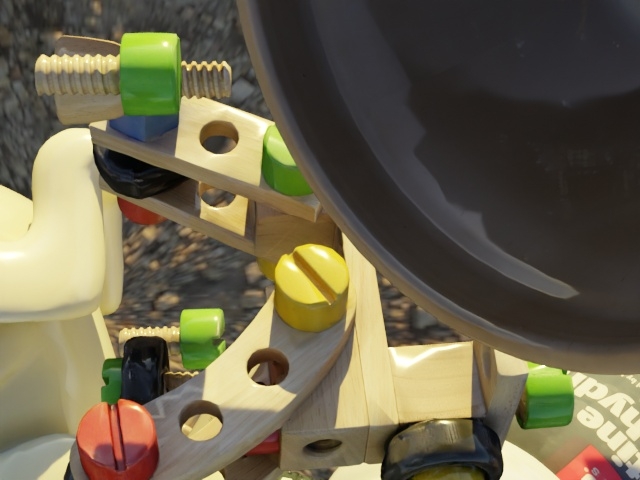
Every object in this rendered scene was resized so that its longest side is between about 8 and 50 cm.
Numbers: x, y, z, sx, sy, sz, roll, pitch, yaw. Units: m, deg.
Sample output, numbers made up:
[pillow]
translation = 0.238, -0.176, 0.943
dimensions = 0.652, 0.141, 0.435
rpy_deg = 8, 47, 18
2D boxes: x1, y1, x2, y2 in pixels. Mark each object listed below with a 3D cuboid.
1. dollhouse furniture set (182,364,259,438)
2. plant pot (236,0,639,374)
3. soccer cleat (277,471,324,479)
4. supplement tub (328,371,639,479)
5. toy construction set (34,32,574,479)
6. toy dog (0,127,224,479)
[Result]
[dollhouse furniture set]
translation = 0.010, 0.249, 1.760
dimensions = 0.303, 0.286, 0.198
rpy_deg = 34, 85, -11
[plant pot]
translation = 0.090, -0.089, 0.511
dimensions = 0.110, 0.237, 0.237
rpy_deg = -22, 91, -44
[soccer cleat]
translation = -0.037, 0.209, 1.437
dimensions = 0.179, 0.060, 0.072
rpy_deg = 0, 60, -29
[supplement tub]
translation = 0.114, 0.169, 0.987
dimensions = 0.272, 0.191, 0.191
rpy_deg = -29, 92, -50
[toy construction set]
translation = 0.000, 0.000, 0.828
dimensions = 0.237, 0.257, 0.309
rpy_deg = -1, 122, 1
[toy dog]
translation = -0.263, 0.064, 1.147
dimensions = 0.395, 0.284, 0.408
rpy_deg = -30, 91, 10
